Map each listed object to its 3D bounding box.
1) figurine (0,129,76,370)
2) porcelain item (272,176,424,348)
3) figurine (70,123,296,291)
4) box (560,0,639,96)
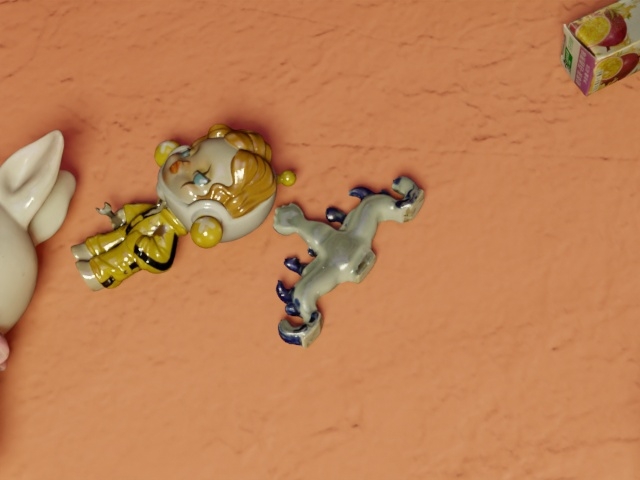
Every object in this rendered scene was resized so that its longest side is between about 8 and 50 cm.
[{"bbox_3d":[-0.245,0.033,0.766,0.155,0.127,0.235,4,57,18],"label":"figurine"},{"bbox_3d":[0.000,0.000,0.813,0.075,0.021,0.136,33,70,19],"label":"porcelain item"},{"bbox_3d":[-0.088,-0.016,0.806,0.101,0.068,0.143,26,67,43],"label":"figurine"},{"bbox_3d":[0.261,-0.163,0.861,0.207,0.050,0.041,-25,65,-8],"label":"box"}]
